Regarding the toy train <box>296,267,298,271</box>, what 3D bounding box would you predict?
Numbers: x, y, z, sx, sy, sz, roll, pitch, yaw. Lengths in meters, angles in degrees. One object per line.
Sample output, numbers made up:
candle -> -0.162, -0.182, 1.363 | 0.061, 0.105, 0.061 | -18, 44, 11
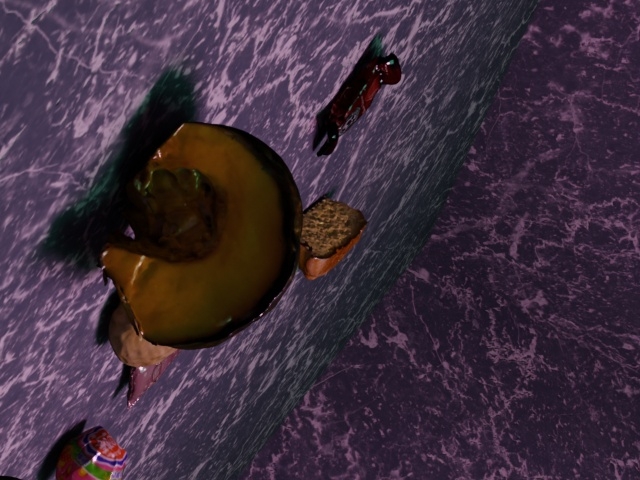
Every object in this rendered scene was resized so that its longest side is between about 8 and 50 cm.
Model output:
toy train -> -0.120, 0.044, 2.189 | 0.154, 0.115, 0.269 | -61, 171, -20

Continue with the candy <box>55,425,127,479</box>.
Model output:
candy -> -0.476, 0.479, 1.980 | 0.365, 0.124, 0.124 | -47, 171, 13

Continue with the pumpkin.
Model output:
pumpkin -> -0.156, -0.002, 1.523 | 0.303, 0.256, 0.225 | -55, -168, -1

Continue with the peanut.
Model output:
peanut -> -0.249, 0.110, 1.827 | 0.197, 0.110, 0.233 | -63, 169, 29

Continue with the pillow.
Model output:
pillow -> -0.300, 0.214, 2.071 | 0.185, 0.043, 0.118 | -50, 161, -44

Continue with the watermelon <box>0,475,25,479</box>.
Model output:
watermelon -> -0.461, 0.440, 1.605 | 0.212, 0.212, 0.212 | -53, 168, -16

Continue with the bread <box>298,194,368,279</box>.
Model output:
bread -> -0.006, 0.009, 2.516 | 0.260, 0.129, 0.134 | -36, 158, -56

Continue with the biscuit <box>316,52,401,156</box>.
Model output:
biscuit -> 0.070, -0.268, 2.217 | 0.235, 0.063, 0.151 | -52, 168, -9
